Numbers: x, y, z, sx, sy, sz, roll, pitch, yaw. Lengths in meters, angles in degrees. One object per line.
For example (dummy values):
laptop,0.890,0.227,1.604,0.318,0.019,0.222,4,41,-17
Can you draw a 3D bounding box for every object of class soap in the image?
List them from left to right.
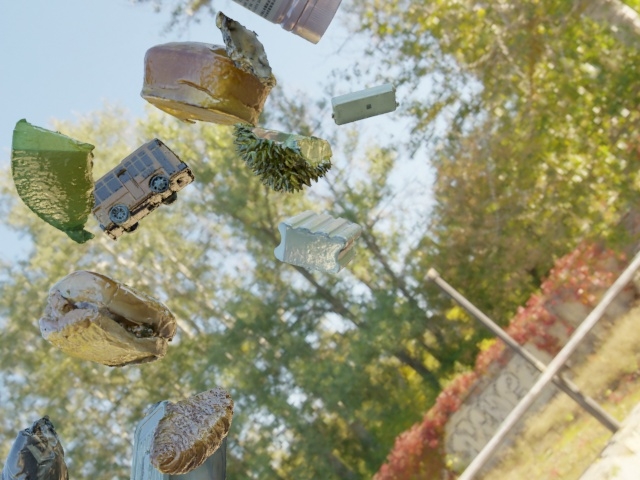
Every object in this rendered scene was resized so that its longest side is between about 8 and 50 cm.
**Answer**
soap,0.000,0.000,1.987,0.289,0.173,0.095,-35,-42,-76

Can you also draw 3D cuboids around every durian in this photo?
durian,-0.062,-0.119,1.177,0.221,0.137,0.095,-3,-75,-77

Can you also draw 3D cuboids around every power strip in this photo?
power strip,0.056,-0.173,1.013,0.090,0.016,0.040,-15,-38,-3

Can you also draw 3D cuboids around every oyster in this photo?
oyster,-0.133,-0.323,1.357,0.051,0.148,0.103,-26,0,20

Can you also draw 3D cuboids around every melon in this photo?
melon,-0.352,-0.075,1.094,0.114,0.053,0.262,-13,-28,-10

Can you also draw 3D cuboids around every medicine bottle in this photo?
medicine bottle,-0.088,-0.470,1.445,0.133,0.250,0.133,-60,13,23

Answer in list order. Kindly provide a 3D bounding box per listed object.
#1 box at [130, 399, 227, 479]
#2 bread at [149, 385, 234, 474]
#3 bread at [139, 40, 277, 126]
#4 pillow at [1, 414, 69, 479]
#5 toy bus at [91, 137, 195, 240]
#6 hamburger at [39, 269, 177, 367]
box,-0.258,0.427,1.453,0.163,0.135,0.243,-46,37,41
bread,-0.208,0.307,1.252,0.233,0.105,0.076,-42,-31,-68
bread,-0.218,-0.302,1.530,0.195,0.270,0.142,22,-97,-62
pillow,-0.474,0.457,1.288,0.161,0.093,0.335,87,-171,-83
toy bus,-0.350,-0.102,1.526,0.201,0.114,0.098,-39,-10,-8
hamburger,-0.391,0.154,1.496,0.286,0.243,0.146,77,-153,-64
